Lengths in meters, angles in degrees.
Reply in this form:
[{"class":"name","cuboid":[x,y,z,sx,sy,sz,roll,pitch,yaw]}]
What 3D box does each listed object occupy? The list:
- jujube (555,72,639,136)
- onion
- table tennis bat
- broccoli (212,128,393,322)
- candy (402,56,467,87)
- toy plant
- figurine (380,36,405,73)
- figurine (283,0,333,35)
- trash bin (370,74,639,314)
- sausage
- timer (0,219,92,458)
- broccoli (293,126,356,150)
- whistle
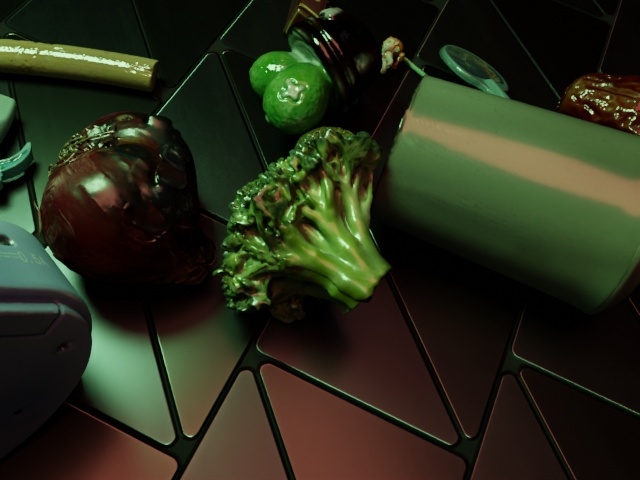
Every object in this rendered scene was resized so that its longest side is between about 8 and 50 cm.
[{"class":"jujube","cuboid":[0.572,-0.199,1.191,0.290,0.197,0.197,31,58,28]},{"class":"onion","cuboid":[-0.277,-0.064,0.964,0.281,0.221,0.281,25,44,-27]},{"class":"table tennis bat","cuboid":[0.307,-0.301,1.259,0.149,0.038,0.237,13,38,-30]},{"class":"broccoli","cuboid":[0.000,0.000,0.945,0.245,0.288,0.248,46,34,17]},{"class":"candy","cuboid":[0.223,-0.304,1.287,0.058,0.062,0.194,-27,57,-25]},{"class":"toy plant","cuboid":[-0.015,-0.287,1.161,0.235,0.175,0.218,-33,39,-9]},{"class":"figurine","cuboid":[0.136,-0.355,1.295,0.047,0.064,0.109,34,42,-15]},{"class":"figurine","cuboid":[-0.013,-0.447,1.324,0.098,0.082,0.154,20,56,-20]},{"class":"trash bin","cuboid":[0.319,-0.071,1.028,0.432,0.280,0.280,21,58,8]},{"class":"sausage","cuboid":[-0.439,-0.310,1.173,0.301,0.066,0.065,7,58,-7]},{"class":"timer","cuboid":[-0.437,0.138,0.738,0.395,0.395,0.173,-35,68,-26]},{"class":"broccoli","cuboid":[0.011,-0.130,1.107,0.130,0.120,0.131,-34,26,6]},{"class":"whistle","cuboid":[-0.563,-0.129,1.027,0.186,0.093,0.274,19,55,3]}]
